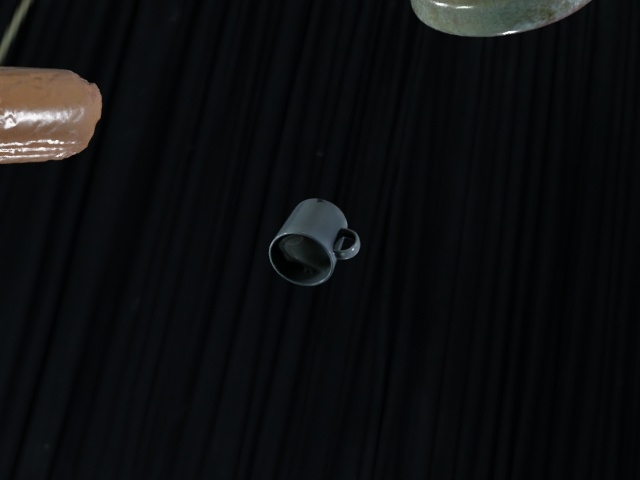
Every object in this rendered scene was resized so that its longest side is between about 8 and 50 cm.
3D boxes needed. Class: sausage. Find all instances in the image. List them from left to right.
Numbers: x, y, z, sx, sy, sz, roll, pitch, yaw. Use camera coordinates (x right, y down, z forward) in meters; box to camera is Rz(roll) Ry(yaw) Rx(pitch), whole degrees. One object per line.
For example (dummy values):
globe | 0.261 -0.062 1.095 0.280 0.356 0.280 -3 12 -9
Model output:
sausage | -0.309 -0.104 0.931 0.086 0.086 0.289 -10 179 42

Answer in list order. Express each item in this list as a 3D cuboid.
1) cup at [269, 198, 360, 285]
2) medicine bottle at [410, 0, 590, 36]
cup | 0.000 0.000 1.294 0.100 0.077 0.078 3 128 20
medicine bottle | 0.094 -0.299 0.692 0.151 0.151 0.322 1 130 23
